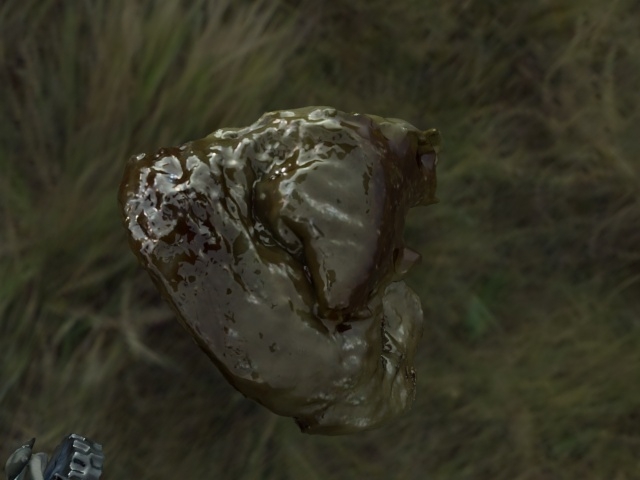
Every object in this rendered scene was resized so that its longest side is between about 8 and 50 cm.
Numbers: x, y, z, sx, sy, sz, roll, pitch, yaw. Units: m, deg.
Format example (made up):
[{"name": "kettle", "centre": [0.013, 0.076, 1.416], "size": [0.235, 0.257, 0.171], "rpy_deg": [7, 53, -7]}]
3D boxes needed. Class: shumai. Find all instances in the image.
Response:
[{"name": "shumai", "centre": [-0.012, 0.002, 0.676], "size": [0.139, 0.105, 0.123], "rpy_deg": [15, 31, -11]}]

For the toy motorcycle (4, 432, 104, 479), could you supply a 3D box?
[{"name": "toy motorcycle", "centre": [-0.141, 0.199, 0.812], "size": [0.108, 0.239, 0.204], "rpy_deg": [31, 85, -1]}]
